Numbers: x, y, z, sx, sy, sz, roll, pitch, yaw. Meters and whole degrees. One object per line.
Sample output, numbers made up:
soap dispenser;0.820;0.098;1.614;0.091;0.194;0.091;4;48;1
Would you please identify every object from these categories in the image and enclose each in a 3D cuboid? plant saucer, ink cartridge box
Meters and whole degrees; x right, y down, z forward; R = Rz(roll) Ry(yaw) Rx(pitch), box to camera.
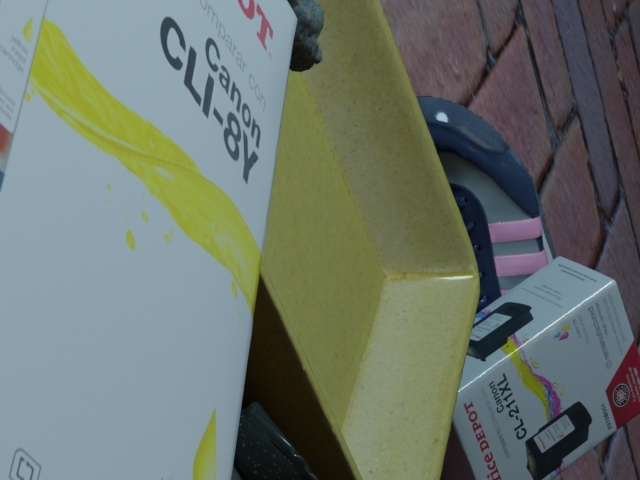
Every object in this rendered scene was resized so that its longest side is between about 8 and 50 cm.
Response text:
plant saucer;0.000;0.000;1.077;0.333;0.081;0.332;-71;144;-52
ink cartridge box;-0.147;-0.017;0.599;0.279;0.160;0.384;56;32;-46
ink cartridge box;0.159;0.116;1.299;0.175;0.072;0.127;-34;120;-20

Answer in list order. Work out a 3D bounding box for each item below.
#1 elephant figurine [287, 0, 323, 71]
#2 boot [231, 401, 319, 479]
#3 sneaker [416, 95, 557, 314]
elephant figurine;-0.104;-0.175;0.817;0.169;0.186;0.239;-40;157;-30
boot;-0.043;0.202;0.800;0.246;0.161;0.083;60;-9;-31
sneaker;0.124;0.030;1.339;0.319;0.112;0.131;58;41;-37
